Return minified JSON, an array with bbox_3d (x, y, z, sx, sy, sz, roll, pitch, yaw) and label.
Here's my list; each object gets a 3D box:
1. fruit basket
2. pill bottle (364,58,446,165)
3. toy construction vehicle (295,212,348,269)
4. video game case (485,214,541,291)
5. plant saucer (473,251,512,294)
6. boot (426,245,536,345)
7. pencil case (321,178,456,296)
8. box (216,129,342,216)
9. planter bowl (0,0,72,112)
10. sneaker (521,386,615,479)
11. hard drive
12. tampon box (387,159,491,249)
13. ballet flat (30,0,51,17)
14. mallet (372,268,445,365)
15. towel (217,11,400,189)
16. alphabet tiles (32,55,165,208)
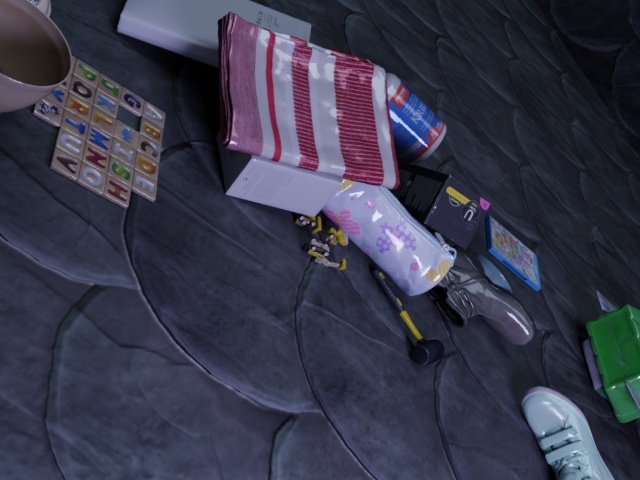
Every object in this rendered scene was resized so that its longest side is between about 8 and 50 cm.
[{"bbox_3d":[0.727,0.321,2.038,0.353,0.165,0.327,46,28,-40],"label":"fruit basket"},{"bbox_3d":[0.143,-0.265,1.865,0.221,0.124,0.124,40,33,-18],"label":"pill bottle"},{"bbox_3d":[0.000,0.000,1.501,0.098,0.035,0.086,25,38,-25],"label":"toy construction vehicle"},{"bbox_3d":[0.435,0.029,2.048,0.166,0.015,0.119,38,34,-22],"label":"video game case"},{"bbox_3d":[0.333,0.076,1.811,0.119,0.021,0.119,48,-11,13],"label":"plant saucer"},{"bbox_3d":[0.289,0.129,1.713,0.246,0.083,0.161,48,38,4],"label":"boot"},{"bbox_3d":[0.110,-0.025,1.578,0.273,0.124,0.113,43,54,-12],"label":"pencil case"},{"bbox_3d":[-0.067,-0.129,1.461,0.170,0.091,0.130,15,46,-31],"label":"box"},{"bbox_3d":[-0.408,-0.222,1.122,0.162,0.109,0.162,34,36,-28],"label":"planter bowl"},{"bbox_3d":[0.438,0.385,1.604,0.256,0.094,0.151,56,25,2],"label":"sneaker"},{"bbox_3d":[-0.170,-0.361,1.535,0.308,0.040,0.203,18,40,-11],"label":"hard drive"},{"bbox_3d":[0.211,-0.069,1.702,0.120,0.101,0.161,29,-1,-34],"label":"tampon box"},{"bbox_3d":[-0.457,-0.409,1.294,0.086,0.086,0.248,-16,73,-57],"label":"ballet flat"},{"bbox_3d":[0.150,0.130,1.561,0.062,0.039,0.189,3,52,-50],"label":"mallet"},{"bbox_3d":[-0.013,-0.217,1.448,0.329,0.037,0.237,12,62,-33],"label":"towel"},{"bbox_3d":[-0.310,-0.155,1.277,0.198,0.009,0.237,31,37,-31],"label":"alphabet tiles"}]
